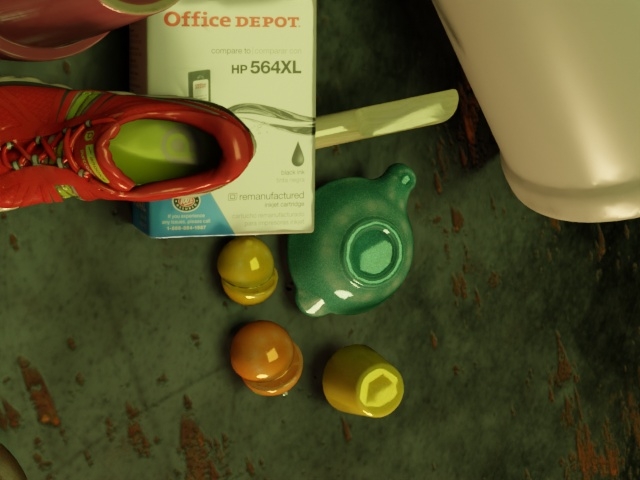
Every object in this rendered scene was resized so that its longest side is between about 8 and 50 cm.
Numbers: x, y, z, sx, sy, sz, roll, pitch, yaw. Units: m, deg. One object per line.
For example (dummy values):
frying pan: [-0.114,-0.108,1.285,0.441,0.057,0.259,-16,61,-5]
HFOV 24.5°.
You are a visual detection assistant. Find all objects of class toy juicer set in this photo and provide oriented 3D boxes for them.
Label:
toy juicer set: [0.000,0.000,1.400,0.209,0.089,0.329,9,94,-25]

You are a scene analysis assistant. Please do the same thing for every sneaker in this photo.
sneaker: [-0.186,-0.075,1.132,0.279,0.118,0.107,-5,98,-12]

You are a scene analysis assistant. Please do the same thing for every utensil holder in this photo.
utensil holder: [0.265,-0.266,1.432,0.327,0.327,0.385,-47,124,-28]

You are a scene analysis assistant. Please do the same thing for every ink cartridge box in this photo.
ink cartridge box: [-0.084,-0.109,1.258,0.148,0.086,0.203,-3,100,-16]

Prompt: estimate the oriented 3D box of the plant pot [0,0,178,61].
plant pot: [-0.189,-0.233,1.111,0.201,0.180,0.201,-8,102,-41]

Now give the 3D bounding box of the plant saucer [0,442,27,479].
plant saucer: [-0.305,0.247,1.176,0.198,0.036,0.198,-7,100,-42]
